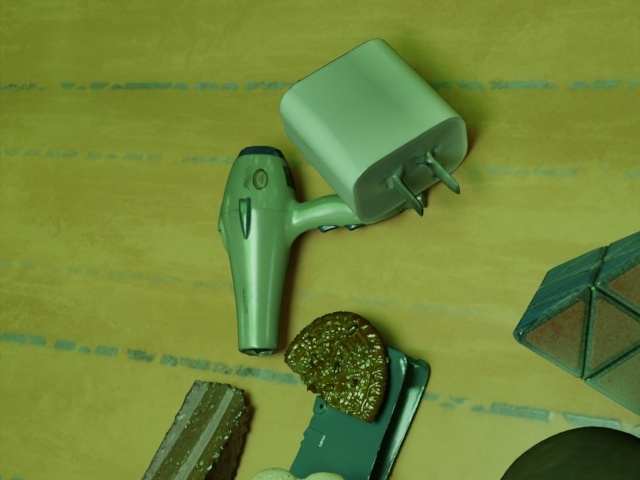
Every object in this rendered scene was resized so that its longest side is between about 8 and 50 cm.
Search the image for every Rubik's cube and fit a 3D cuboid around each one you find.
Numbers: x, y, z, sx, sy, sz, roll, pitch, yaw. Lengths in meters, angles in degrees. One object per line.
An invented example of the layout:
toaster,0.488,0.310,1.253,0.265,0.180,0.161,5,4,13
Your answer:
Rubik's cube,0.359,0.085,1.499,0.233,0.228,0.229,8,58,16

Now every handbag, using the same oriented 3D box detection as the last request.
handbag,0.047,0.242,1.747,0.144,0.057,0.221,18,87,42

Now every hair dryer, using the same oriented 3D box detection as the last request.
hair dryer,-0.028,0.030,1.829,0.298,0.119,0.296,16,84,25

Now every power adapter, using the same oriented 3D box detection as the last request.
power adapter,0.088,-0.133,1.756,0.187,0.124,0.255,-32,56,-11

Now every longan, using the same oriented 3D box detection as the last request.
longan,0.325,0.330,1.434,0.300,0.243,0.300,-4,45,4

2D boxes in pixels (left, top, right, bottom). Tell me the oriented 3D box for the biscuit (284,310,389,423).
biscuit,0.026,0.158,1.750,0.206,0.025,0.126,29,92,49

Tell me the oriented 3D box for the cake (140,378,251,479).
cake,-0.195,0.338,1.843,0.116,0.113,0.295,15,80,35

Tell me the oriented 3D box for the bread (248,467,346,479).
bread,-0.060,0.383,1.605,0.251,0.039,0.182,-35,74,-2
